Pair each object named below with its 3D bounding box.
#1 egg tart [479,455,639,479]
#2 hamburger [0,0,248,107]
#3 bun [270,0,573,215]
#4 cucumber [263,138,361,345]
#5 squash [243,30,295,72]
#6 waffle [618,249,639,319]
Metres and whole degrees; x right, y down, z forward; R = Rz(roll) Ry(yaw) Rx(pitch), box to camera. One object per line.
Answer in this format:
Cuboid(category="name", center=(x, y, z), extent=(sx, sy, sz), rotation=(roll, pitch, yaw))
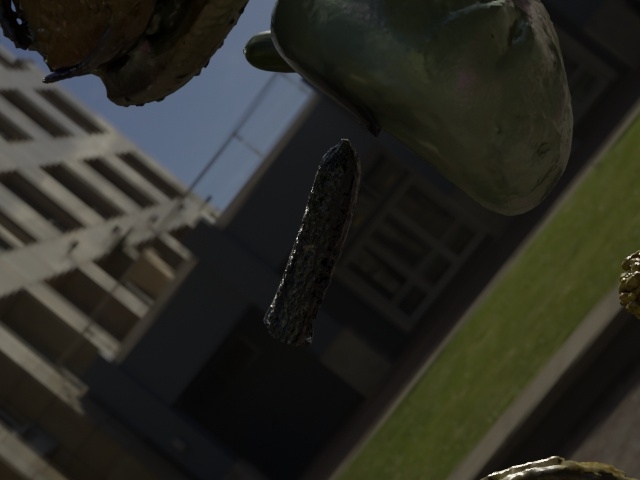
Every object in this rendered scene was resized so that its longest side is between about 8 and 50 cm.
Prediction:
Cuboid(category="egg tart", center=(0.244, 0.382, 1.253), extent=(0.352, 0.352, 0.150), rotation=(-51, 1, -6))
Cuboid(category="hamburger", center=(-0.174, -0.297, 1.190), extent=(0.195, 0.317, 0.277), rotation=(2, -17, -43))
Cuboid(category="bun", center=(0.109, -0.163, 1.125), extent=(0.187, 0.293, 0.293), rotation=(-53, -3, 10))
Cuboid(category="cucumber", center=(0.000, 0.000, 1.541), extent=(0.067, 0.067, 0.245), rotation=(-37, -33, -79))
Cuboid(category="squash", center=(0.010, -0.270, 1.869), extent=(0.066, 0.252, 0.066), rotation=(0, -90, -75))
Cuboid(category="waffle", center=(0.416, 0.040, 1.408), extent=(0.197, 0.070, 0.193), rotation=(-8, 11, 11))
